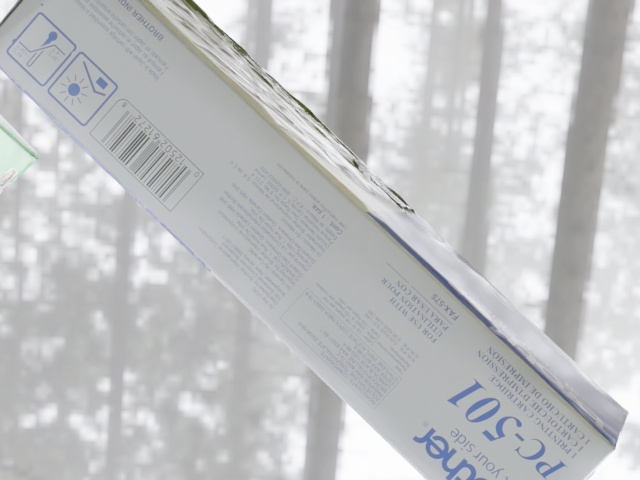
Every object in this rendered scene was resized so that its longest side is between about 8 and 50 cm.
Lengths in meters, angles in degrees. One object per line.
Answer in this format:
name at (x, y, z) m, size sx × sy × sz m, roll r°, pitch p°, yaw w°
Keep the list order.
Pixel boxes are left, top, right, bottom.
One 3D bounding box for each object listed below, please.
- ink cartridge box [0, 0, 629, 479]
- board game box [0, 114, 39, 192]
ink cartridge box at (0.000, 0.000, 0.531) m, size 0.207 × 0.046 × 0.097 m, roll 44°, pitch -172°, yaw 9°
board game box at (-0.252, -0.016, 0.752) m, size 0.046 × 0.213 × 0.317 m, roll 46°, pitch 176°, yaw 13°
